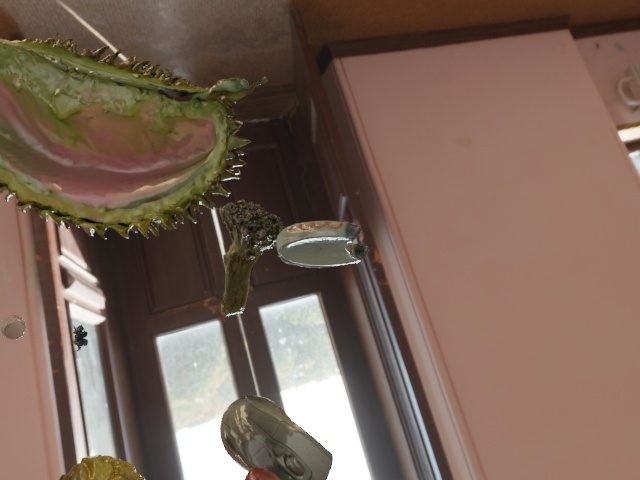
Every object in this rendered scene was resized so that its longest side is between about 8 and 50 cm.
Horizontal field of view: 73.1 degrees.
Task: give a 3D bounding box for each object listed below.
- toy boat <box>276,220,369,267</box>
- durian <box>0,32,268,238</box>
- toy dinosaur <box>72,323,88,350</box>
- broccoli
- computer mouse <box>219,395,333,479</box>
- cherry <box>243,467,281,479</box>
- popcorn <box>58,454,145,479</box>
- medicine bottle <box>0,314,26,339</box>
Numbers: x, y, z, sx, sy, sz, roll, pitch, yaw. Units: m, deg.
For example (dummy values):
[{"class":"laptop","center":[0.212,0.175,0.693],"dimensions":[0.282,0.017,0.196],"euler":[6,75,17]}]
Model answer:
[{"class":"toy boat","center":[0.000,0.000,0.966],"dimensions":[0.208,0.078,0.134],"euler":[-6,147,21]},{"class":"durian","center":[-0.149,-0.074,0.325],"dimensions":[0.221,0.137,0.095],"euler":[14,-172,13]},{"class":"toy dinosaur","center":[-0.746,0.301,1.337],"dimensions":[0.047,0.083,0.031],"euler":[-5,178,39]},{"class":"broccoli","center":[-0.192,0.054,1.073],"dimensions":[0.165,0.303,0.145],"euler":[20,-160,12]},{"class":"computer mouse","center":[-0.131,0.567,1.187],"dimensions":[0.188,0.371,0.121],"euler":[-48,156,-23]},{"class":"cherry","center":[-0.088,0.493,0.716],"dimensions":[0.090,0.225,0.107],"euler":[-9,172,-12]},{"class":"popcorn","center":[-0.661,0.782,1.259],"dimensions":[0.293,0.292,0.237],"euler":[-26,132,34]},{"class":"medicine bottle","center":[-0.771,0.218,1.084],"dimensions":[0.052,0.052,0.089],"euler":[-6,-175,-38]}]
